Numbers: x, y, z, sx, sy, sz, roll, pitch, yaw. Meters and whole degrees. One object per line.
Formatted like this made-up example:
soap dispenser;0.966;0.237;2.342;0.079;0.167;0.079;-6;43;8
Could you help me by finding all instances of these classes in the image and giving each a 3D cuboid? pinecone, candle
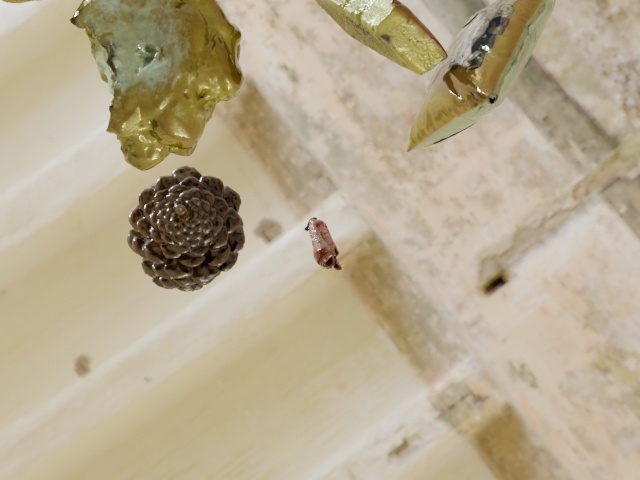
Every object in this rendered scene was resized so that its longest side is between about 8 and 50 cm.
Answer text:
pinecone;-0.275;-0.012;2.269;0.244;0.244;0.309;53;154;12
candle;0.000;0.000;2.714;0.084;0.059;0.302;57;-176;-25

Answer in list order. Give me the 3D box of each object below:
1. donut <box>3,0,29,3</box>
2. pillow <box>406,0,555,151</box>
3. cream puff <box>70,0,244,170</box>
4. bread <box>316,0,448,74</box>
donut;-0.550;-0.504;1.986;0.184;0.073;0.166;-5;119;39
pillow;0.291;-0.319;1.994;0.119;0.310;0.312;32;160;-12
cream puff;-0.255;-0.301;1.889;0.270;0.274;0.323;25;-132;-79
bread;0.098;-0.403;2.017;0.138;0.077;0.361;42;-177;-30
